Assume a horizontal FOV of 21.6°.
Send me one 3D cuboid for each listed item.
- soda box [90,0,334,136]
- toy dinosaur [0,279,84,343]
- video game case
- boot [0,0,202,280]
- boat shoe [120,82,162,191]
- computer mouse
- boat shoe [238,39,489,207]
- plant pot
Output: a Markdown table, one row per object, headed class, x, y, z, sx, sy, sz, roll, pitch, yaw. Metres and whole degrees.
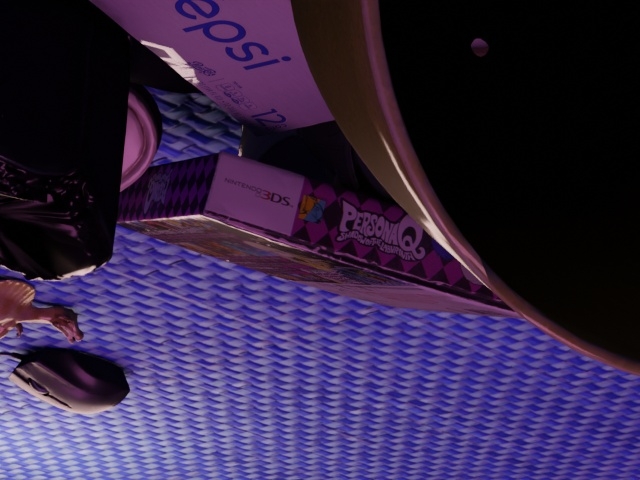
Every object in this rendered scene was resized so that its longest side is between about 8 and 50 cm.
| class | x | y | z | sx | sy | sz | roll | pitch | yaw |
| --- | --- | --- | --- | --- | --- | --- | --- | --- | --- |
| soda box | -0.062 | -0.157 | 0.789 | 0.091 | 0.098 | 0.286 | -10 | 153 | 28 |
| toy dinosaur | -0.280 | 0.054 | 1.365 | 0.092 | 0.053 | 0.183 | -33 | 148 | 29 |
| video game case | 0.000 | 0.000 | 1.002 | 0.210 | 0.042 | 0.232 | 17 | 174 | -18 |
| boot | -0.120 | -0.072 | 0.852 | 0.094 | 0.207 | 0.246 | -10 | 154 | 25 |
| boat shoe | -0.240 | -0.061 | 1.059 | 0.335 | 0.095 | 0.112 | -13 | 116 | 24 |
| computer mouse | -0.280 | 0.115 | 1.493 | 0.242 | 0.041 | 0.071 | 17 | 153 | -28 |
| boat shoe | 0.037 | -0.070 | 0.965 | 0.113 | 0.103 | 0.302 | 12 | 156 | -25 |
| plant pot | 0.099 | -0.109 | 0.657 | 0.274 | 0.275 | 0.293 | 11 | -175 | -19 |
